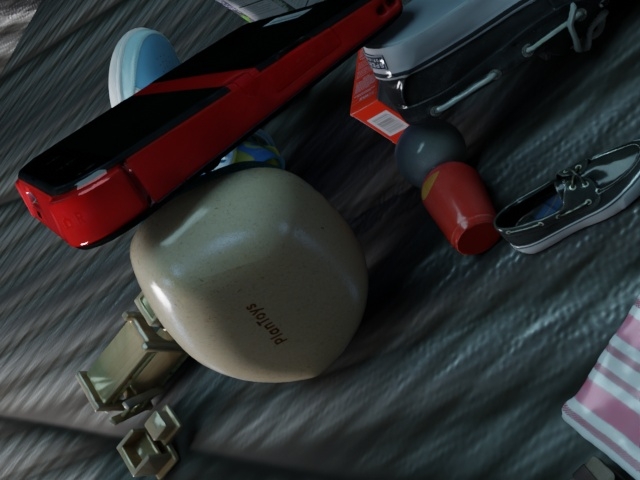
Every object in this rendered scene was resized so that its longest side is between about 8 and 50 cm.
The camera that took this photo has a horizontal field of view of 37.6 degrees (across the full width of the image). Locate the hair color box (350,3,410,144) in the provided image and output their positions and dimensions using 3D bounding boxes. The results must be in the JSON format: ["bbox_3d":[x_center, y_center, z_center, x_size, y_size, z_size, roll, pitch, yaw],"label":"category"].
[{"bbox_3d":[0.077,-0.179,0.988,0.043,0.072,0.141,-23,48,45],"label":"hair color box"}]

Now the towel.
[{"bbox_3d":[0.249,0.068,0.598,0.197,0.029,0.144,-57,32,4],"label":"towel"}]

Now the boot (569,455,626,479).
[{"bbox_3d":[0.165,0.183,0.631,0.087,0.042,0.118,-57,33,-4],"label":"boot"}]

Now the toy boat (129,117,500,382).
[{"bbox_3d":[0.000,0.000,0.855,0.318,0.267,0.148,-24,49,2],"label":"toy boat"}]

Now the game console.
[{"bbox_3d":[-0.129,-0.123,0.914,0.342,0.060,0.387,-36,20,-16],"label":"game console"}]

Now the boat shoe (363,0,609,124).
[{"bbox_3d":[0.191,-0.203,0.814,0.306,0.105,0.113,-33,29,0],"label":"boat shoe"}]

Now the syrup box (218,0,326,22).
[{"bbox_3d":[-0.104,-0.364,1.222,0.096,0.237,0.093,3,70,55],"label":"syrup box"}]

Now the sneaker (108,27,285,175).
[{"bbox_3d":[-0.140,-0.134,1.150,0.208,0.127,0.318,-18,85,42],"label":"sneaker"}]

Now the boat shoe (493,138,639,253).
[{"bbox_3d":[0.199,-0.036,0.739,0.142,0.040,0.049,-38,39,33],"label":"boat shoe"}]

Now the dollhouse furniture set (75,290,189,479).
[{"bbox_3d":[-0.165,0.155,1.091,0.182,0.101,0.161,-49,59,18],"label":"dollhouse furniture set"}]
